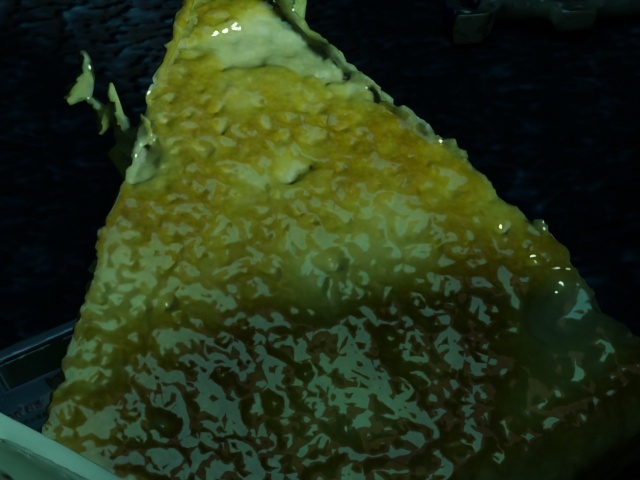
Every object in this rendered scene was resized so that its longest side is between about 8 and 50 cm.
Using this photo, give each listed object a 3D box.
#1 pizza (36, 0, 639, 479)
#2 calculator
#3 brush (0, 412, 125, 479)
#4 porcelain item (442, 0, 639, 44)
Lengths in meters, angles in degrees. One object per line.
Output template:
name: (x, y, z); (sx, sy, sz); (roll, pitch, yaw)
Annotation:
pizza: (0.000, 0.000, 0.604); (0.279, 0.075, 0.288); (-5, 61, -12)
calculator: (-0.073, 0.044, 0.625); (0.172, 0.018, 0.057); (-23, 50, -19)
brush: (0.004, 0.109, 0.486); (0.296, 0.068, 0.060); (26, 43, -4)
porcelain item: (0.129, -0.138, 0.793); (0.136, 0.021, 0.075); (-4, 43, -6)
